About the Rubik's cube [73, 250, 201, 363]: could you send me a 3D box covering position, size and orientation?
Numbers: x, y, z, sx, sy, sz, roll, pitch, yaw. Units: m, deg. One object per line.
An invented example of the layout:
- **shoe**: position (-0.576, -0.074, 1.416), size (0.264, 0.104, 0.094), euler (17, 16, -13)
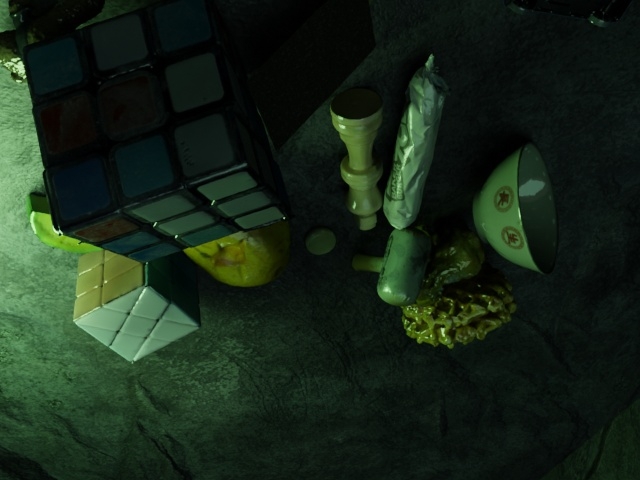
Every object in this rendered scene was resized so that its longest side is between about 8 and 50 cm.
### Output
- **Rubik's cube**: position (-0.454, 0.132, 1.684), size (0.221, 0.224, 0.231), euler (-26, 135, 12)

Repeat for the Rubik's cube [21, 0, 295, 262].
- **Rubik's cube**: position (-0.286, -0.187, 1.247), size (0.363, 0.359, 0.362), euler (-16, 169, 6)

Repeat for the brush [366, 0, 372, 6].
- **brush**: position (0.164, -0.540, 1.312), size (0.266, 0.027, 0.062), euler (-30, 143, 15)

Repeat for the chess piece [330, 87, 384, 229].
- **chess piece**: position (0.101, -0.173, 1.616), size (0.117, 0.117, 0.397), euler (-13, 138, -2)

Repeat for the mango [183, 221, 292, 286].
- **mango**: position (-0.229, -0.026, 1.635), size (0.365, 0.182, 0.253), euler (35, 121, -26)

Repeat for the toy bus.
- **toy bus**: position (0.491, -0.526, 1.342), size (0.292, 0.133, 0.125), euler (1, 140, -19)

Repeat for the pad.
- **pad**: position (-0.007, -0.348, 1.313), size (0.330, 0.004, 0.220), euler (-48, 153, -15)

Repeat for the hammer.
- **hammer**: position (0.166, 0.066, 1.773), size (0.113, 0.202, 0.305), euler (22, 170, -25)

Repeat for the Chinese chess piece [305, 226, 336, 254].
- **Chinese chess piece**: position (0.000, 0.000, 1.813), size (0.084, 0.034, 0.084), euler (-9, 135, -9)

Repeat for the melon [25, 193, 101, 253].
- **melon**: position (-0.607, -0.027, 1.603), size (0.209, 0.064, 0.118), euler (17, 123, -32)

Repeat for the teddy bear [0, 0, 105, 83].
- **teddy bear**: position (-0.492, -0.370, 1.233), size (0.251, 0.129, 0.182), euler (-20, 118, 9)

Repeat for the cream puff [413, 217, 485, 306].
- **cream puff**: position (0.304, 0.042, 1.804), size (0.282, 0.282, 0.185), euler (-36, 97, 20)

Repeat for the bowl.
- **bowl**: position (0.488, -0.075, 1.721), size (0.157, 0.337, 0.337), euler (-7, 144, 33)

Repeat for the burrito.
- **burrito**: position (0.226, -0.233, 1.571), size (0.101, 0.139, 0.445), euler (16, 128, 11)

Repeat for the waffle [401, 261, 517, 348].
- **waffle**: position (0.388, 0.180, 1.935), size (0.324, 0.261, 0.151), euler (-19, 112, 4)
